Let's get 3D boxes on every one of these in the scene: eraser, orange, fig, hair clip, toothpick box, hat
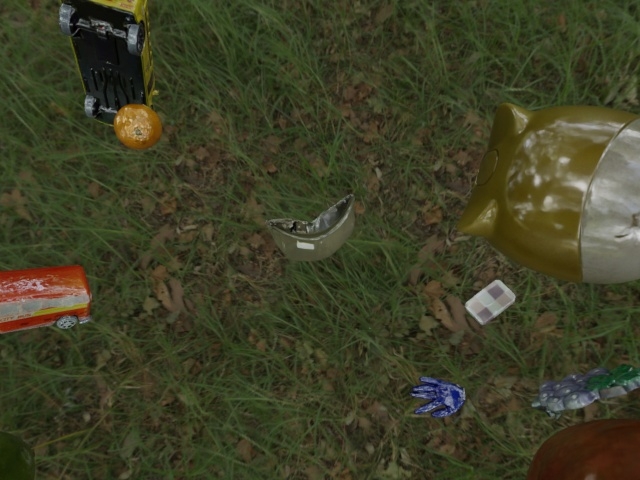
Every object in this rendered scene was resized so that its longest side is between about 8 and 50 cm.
[{"bbox_3d":[0.406,0.148,0.969,0.105,0.026,0.065,-40,57,2],"label":"eraser"},{"bbox_3d":[-0.333,-0.206,0.739,0.084,0.083,0.083,-1,78,7],"label":"orange"},{"bbox_3d":[-0.634,0.442,0.751,0.195,0.245,0.195,-1,95,-8],"label":"fig"},{"bbox_3d":[0.431,0.249,0.652,0.124,0.195,0.052,-20,72,-43],"label":"hair clip"},{"bbox_3d":[0.586,-0.115,0.974,0.425,0.409,0.408,18,80,5],"label":"toothpick box"},{"bbox_3d":[0.000,0.000,0.671,0.166,0.173,0.144,-19,121,0],"label":"hat"}]

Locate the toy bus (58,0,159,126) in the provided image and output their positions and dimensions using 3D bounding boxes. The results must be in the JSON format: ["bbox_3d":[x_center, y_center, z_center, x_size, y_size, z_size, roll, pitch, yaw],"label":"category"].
[{"bbox_3d":[-0.435,-0.390,0.876,0.145,0.331,0.151,10,61,-13],"label":"toy bus"}]

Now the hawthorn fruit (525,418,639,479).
[{"bbox_3d":[0.359,0.318,0.361,0.325,0.308,0.308,14,80,21],"label":"hawthorn fruit"}]

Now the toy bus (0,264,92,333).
[{"bbox_3d":[-0.417,0.082,0.562,0.079,0.174,0.077,55,128,30],"label":"toy bus"}]

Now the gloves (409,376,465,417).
[{"bbox_3d":[0.188,0.256,0.655,0.086,0.026,0.064,7,89,5],"label":"gloves"}]
